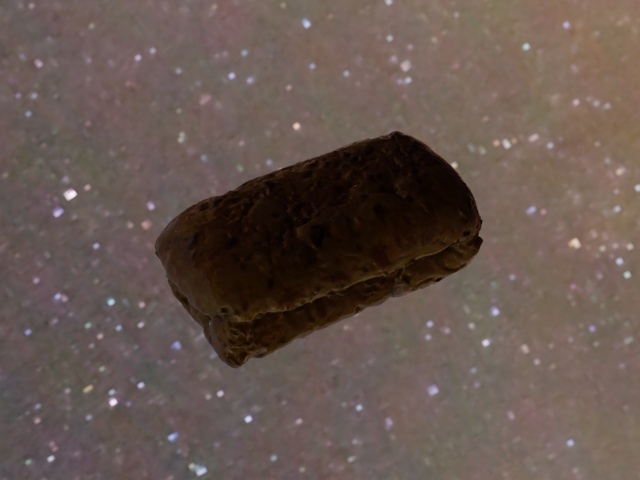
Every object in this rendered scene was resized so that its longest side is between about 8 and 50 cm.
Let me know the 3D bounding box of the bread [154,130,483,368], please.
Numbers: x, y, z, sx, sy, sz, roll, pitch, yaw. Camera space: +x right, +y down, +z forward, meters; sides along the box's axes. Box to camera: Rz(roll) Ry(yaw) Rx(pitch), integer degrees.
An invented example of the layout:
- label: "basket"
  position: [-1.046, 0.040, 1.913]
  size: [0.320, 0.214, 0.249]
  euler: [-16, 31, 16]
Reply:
- label: "bread"
  position: [0.000, 0.000, 0.854]
  size: [0.114, 0.211, 0.083]
  euler: [48, 152, 37]
